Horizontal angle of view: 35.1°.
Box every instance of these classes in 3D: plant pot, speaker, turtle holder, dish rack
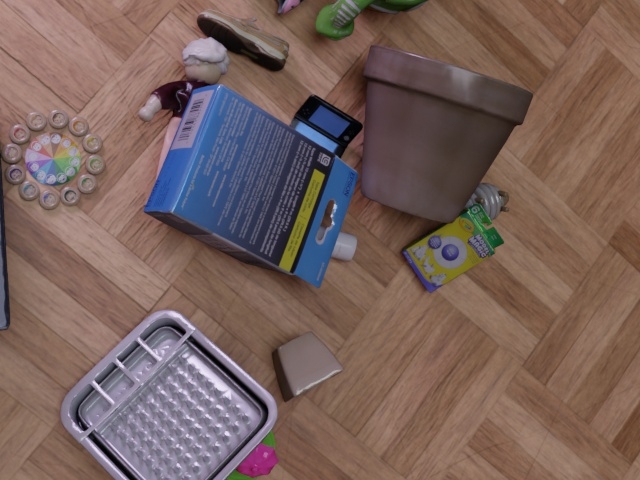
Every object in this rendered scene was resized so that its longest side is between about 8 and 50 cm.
[{"bbox_3d":[0.206,-0.193,1.926,0.323,0.323,0.280,15,99,-16],"label":"plant pot"},{"bbox_3d":[0.000,0.000,1.953,0.136,0.055,0.055,14,82,-15],"label":"speaker"},{"bbox_3d":[0.132,-0.527,1.942,0.243,0.227,0.320,9,84,-17],"label":"turtle holder"},{"bbox_3d":[-0.260,0.309,1.773,0.333,0.072,0.285,37,72,28],"label":"dish rack"},{"bbox_3d":[-0.034,0.233,1.905,0.109,0.109,0.096,-27,82,-17],"label":"plant pot"}]

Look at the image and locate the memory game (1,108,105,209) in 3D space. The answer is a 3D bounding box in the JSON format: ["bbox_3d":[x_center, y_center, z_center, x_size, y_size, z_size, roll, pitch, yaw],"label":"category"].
[{"bbox_3d":[-0.484,-0.149,1.837,0.186,0.012,0.186,1,86,-17],"label":"memory game"}]

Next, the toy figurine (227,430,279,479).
[{"bbox_3d":[-0.122,0.363,1.835,0.130,0.159,0.173,10,82,-16],"label":"toy figurine"}]

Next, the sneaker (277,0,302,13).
[{"bbox_3d":[-0.148,-0.561,1.918,0.319,0.112,0.131,34,74,-11],"label":"sneaker"}]

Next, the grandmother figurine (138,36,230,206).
[{"bbox_3d":[-0.242,-0.217,1.878,0.208,0.104,0.342,21,76,-42],"label":"grandmother figurine"}]

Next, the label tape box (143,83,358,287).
[{"bbox_3d":[-0.116,-0.091,1.846,0.347,0.115,0.249,29,73,-35],"label":"label tape box"}]

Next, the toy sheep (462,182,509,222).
[{"bbox_3d":[0.324,-0.074,2.041,0.132,0.091,0.091,-11,89,-27],"label":"toy sheep"}]

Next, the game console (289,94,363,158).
[{"bbox_3d":[0.002,-0.205,1.962,0.122,0.107,0.071,30,50,-14],"label":"game console"}]

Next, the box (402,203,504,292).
[{"bbox_3d":[0.264,0.014,2.000,0.179,0.043,0.105,-34,97,11],"label":"box"}]

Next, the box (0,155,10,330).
[{"bbox_3d":[-0.674,-0.037,1.667,0.293,0.212,0.395,-3,86,-18],"label":"box"}]

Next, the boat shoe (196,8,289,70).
[{"bbox_3d":[-0.146,-0.398,1.939,0.190,0.068,0.072,28,66,-23],"label":"boat shoe"}]
